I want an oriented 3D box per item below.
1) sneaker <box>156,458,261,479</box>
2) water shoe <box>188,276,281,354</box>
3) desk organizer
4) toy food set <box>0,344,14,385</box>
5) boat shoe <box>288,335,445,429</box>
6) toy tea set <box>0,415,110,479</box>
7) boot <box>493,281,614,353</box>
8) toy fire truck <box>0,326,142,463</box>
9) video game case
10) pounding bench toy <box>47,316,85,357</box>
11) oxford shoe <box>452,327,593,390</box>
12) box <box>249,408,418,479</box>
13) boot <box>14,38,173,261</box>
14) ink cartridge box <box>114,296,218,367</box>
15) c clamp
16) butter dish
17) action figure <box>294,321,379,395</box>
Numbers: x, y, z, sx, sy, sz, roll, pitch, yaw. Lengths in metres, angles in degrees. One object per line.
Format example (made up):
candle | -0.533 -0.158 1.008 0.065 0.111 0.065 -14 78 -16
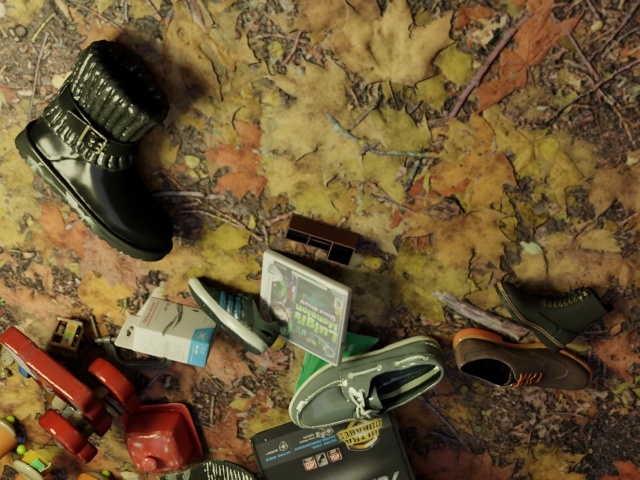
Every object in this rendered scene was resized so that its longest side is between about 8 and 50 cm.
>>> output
sneaker | -0.210 0.519 1.904 0.331 0.146 0.122 -16 77 43
water shoe | -0.163 0.131 1.721 0.203 0.080 0.073 42 159 10
desk organizer | 0.000 0.000 1.629 0.130 0.050 0.047 17 122 -3
toy food set | -0.689 0.261 1.903 0.078 0.019 0.122 19 122 -4
boat shoe | 0.089 0.280 1.703 0.320 0.099 0.116 -24 111 1
toy tea set | -0.598 0.505 2.009 0.200 0.124 0.336 -7 129 47
boot | 0.420 0.105 1.630 0.137 0.076 0.198 -40 122 22
toy fire truck | -0.509 0.293 1.795 0.254 0.169 0.302 38 160 10
video game case | -0.033 0.126 1.678 0.191 0.022 0.173 25 126 26
pounding bench toy | -0.509 0.195 1.817 0.052 0.065 0.083 15 156 -2
oxford shoe | 0.381 0.249 1.700 0.272 0.098 0.096 12 122 1
box | 0.043 0.483 1.796 0.296 0.073 0.293 -19 81 7
boot | -0.327 -0.143 1.539 0.260 0.131 0.348 -37 110 26
ink cartridge box | -0.295 0.172 1.744 0.180 0.104 0.060 14 122 -1
c clamp | -0.382 0.216 1.831 0.161 0.022 0.137 2 121 7
butter dish | -0.348 0.436 1.905 0.160 0.118 0.159 -6 121 11
action figure | 0.008 0.255 1.777 0.137 0.063 0.232 20 118 -7
